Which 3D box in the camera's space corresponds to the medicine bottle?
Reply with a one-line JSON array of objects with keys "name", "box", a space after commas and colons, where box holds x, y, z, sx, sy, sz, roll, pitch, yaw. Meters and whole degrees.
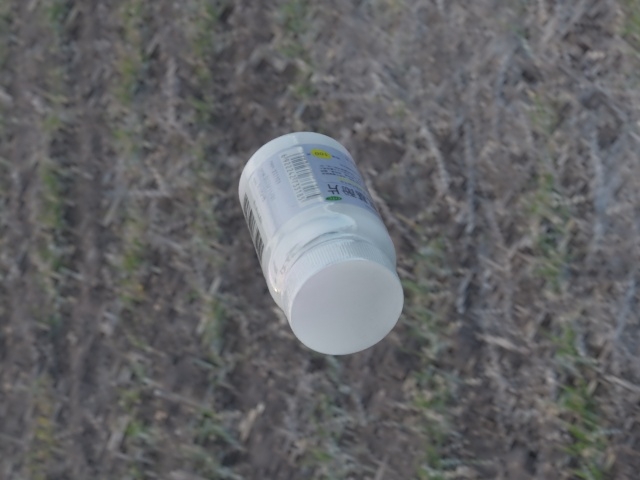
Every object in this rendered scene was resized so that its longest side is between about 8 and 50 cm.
[{"name": "medicine bottle", "box": [0.000, 0.000, 1.223, 0.103, 0.103, 0.186, -46, 31, 16]}]
